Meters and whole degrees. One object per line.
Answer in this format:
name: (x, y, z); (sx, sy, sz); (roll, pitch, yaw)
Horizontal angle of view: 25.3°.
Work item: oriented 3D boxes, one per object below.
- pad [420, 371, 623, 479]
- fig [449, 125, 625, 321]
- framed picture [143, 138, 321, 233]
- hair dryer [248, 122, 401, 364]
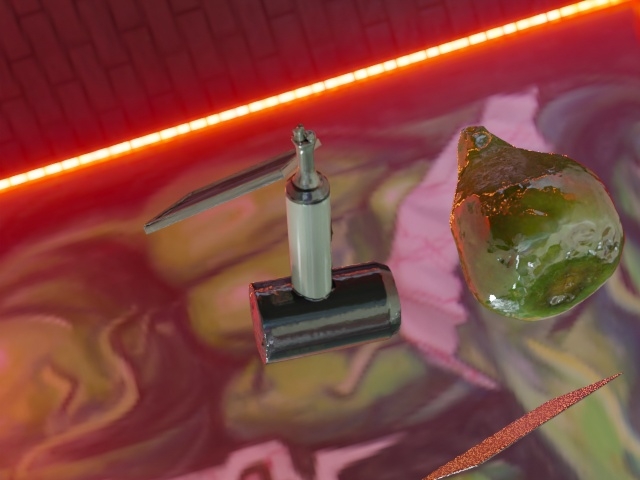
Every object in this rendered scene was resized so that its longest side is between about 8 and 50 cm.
pad: (0.197, 0.192, 1.438); (0.003, 0.211, 0.143); (61, 148, 4)
fig: (0.233, -0.037, 1.732); (0.275, 0.206, 0.206); (56, 172, 39)
framed picture: (-0.079, -0.050, 1.298); (0.011, 0.149, 0.109); (65, -157, -9)
hair dryer: (0.000, 0.000, 0.931); (0.198, 0.100, 0.057); (86, 168, -46)
